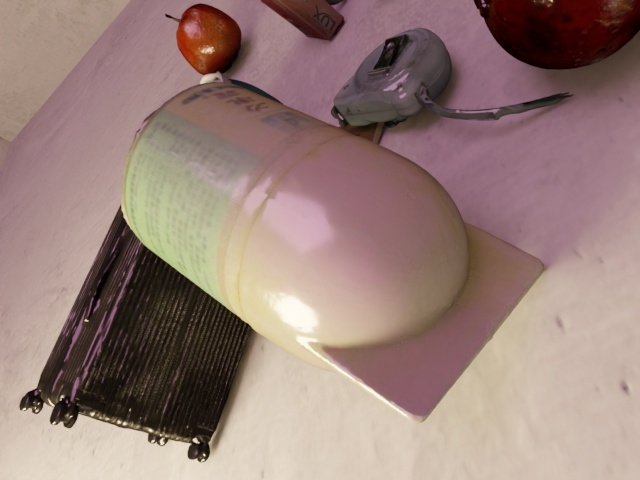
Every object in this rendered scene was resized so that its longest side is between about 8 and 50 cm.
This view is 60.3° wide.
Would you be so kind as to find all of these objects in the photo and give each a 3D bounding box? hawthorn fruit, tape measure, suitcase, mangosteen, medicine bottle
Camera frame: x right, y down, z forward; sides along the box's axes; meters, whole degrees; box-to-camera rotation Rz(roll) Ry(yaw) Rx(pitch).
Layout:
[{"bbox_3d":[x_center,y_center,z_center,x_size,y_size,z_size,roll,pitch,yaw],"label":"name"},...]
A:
[{"bbox_3d":[-0.286,-0.493,1.328,0.157,0.194,0.157,-56,4,7],"label":"hawthorn fruit"},{"bbox_3d":[0.163,-0.224,0.723,0.330,0.084,0.164,5,65,48],"label":"tape measure"},{"bbox_3d":[-0.226,0.111,0.785,0.152,0.229,0.335,-5,60,46],"label":"suitcase"},{"bbox_3d":[0.288,-0.292,0.565,0.257,0.215,0.215,-9,51,6],"label":"mangosteen"},{"bbox_3d":[0.000,0.000,0.590,0.406,0.235,0.236,29,86,31],"label":"medicine bottle"}]

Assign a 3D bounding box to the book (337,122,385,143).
[{"bbox_3d":[0.019,-0.093,0.844,0.138,0.016,0.199,-3,61,46],"label":"book"}]

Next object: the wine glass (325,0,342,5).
[{"bbox_3d":[-0.028,-0.550,1.161,0.103,0.103,0.231,-54,33,2],"label":"wine glass"}]

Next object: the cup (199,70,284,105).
[{"bbox_3d":[-0.149,-0.204,0.979,0.299,0.173,0.167,8,71,49],"label":"cup"}]

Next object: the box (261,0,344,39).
[{"bbox_3d":[-0.043,-0.453,1.061,0.060,0.156,0.111,-59,35,8],"label":"box"}]
